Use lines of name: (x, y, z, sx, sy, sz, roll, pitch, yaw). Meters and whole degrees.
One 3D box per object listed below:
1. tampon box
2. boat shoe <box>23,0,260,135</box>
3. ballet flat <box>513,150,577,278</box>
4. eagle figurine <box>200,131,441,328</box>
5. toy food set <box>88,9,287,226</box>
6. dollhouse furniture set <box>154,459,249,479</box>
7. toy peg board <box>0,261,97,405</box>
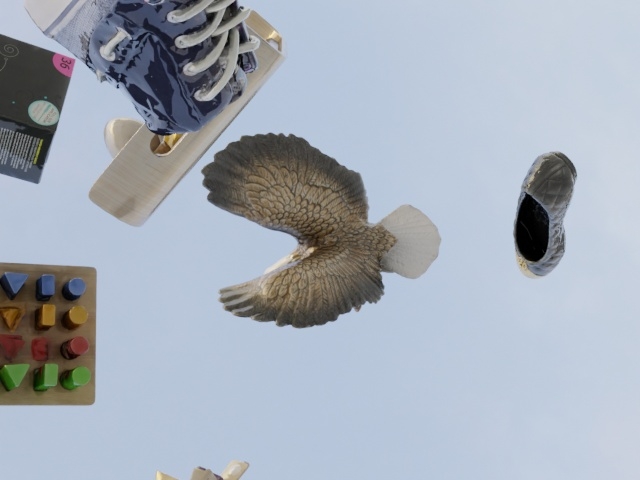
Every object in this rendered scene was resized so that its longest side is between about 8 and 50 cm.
tampon box: (-0.372, -0.158, 1.254, 0.161, 0.101, 0.120, 16, -130, -16)
boat shoe: (-0.085, -0.172, 0.769, 0.158, 0.340, 0.127, 46, -111, -16)
ballet flat: (0.182, -0.017, 0.958, 0.049, 0.173, 0.057, -34, -118, -16)
eagle figurine: (-0.008, 0.008, 1.444, 0.226, 0.225, 0.298, 33, -177, 27)
toy food set: (-0.139, -0.147, 1.163, 0.092, 0.220, 0.306, 40, -170, -11)
dollhouse furniture set: (-0.145, 0.271, 1.333, 0.081, 0.114, 0.091, -49, -45, -34)
toy peg board: (-0.322, 0.100, 1.232, 0.161, 0.079, 0.161, 4, -102, -24)
